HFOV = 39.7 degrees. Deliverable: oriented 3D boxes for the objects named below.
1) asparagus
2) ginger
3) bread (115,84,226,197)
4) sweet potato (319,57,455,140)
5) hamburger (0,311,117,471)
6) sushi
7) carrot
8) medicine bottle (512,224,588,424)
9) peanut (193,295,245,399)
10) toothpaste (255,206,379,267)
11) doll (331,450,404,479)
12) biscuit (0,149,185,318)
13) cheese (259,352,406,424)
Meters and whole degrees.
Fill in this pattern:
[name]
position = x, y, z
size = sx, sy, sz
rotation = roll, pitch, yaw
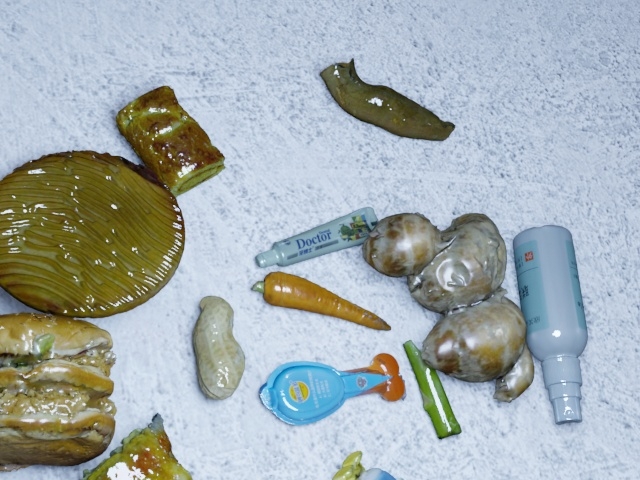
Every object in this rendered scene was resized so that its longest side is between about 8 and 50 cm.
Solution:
[asparagus]
position = 0.188, 0.251, 1.510
size = 0.045, 0.041, 0.178
rotation = -28, 71, 21
[ginger]
position = 0.239, 0.107, 1.518
size = 0.256, 0.176, 0.375
rotation = -24, 85, -35
[bread]
position = -0.258, -0.172, 1.528
size = 0.132, 0.103, 0.172
rotation = -32, 82, -23
[sweet potato]
position = 0.130, -0.263, 1.696
size = 0.286, 0.085, 0.112
rotation = 21, 58, -7
[hamburger]
position = -0.419, 0.207, 1.244
size = 0.261, 0.245, 0.211
rotation = -7, 69, 10
[sushi]
position = -0.282, 0.371, 1.239
size = 0.274, 0.184, 0.139
rotation = -38, 87, -32
[carrot]
position = 0.009, 0.105, 1.513
size = 0.257, 0.061, 0.061
rotation = 17, 63, -12
[medicine bottle]
position = 0.418, 0.151, 1.584
size = 0.110, 0.110, 0.351
rotation = 4, 66, -15
[peanut]
position = -0.162, 0.171, 1.422
size = 0.080, 0.080, 0.174
rotation = -1, 65, -17
[toothpaste]
position = 0.000, 0.000, 1.570
size = 0.255, 0.037, 0.067
rotation = -18, 73, -27
[doll]
position = 0.117, 0.437, 1.375
size = 0.241, 0.135, 0.098
rotation = 39, 94, 5
[biscuit]
position = -0.368, -0.018, 1.380
size = 0.318, 0.040, 0.317
rotation = 7, 53, -9
[cheese]
position = 0.023, 0.243, 1.467
size = 0.256, 0.037, 0.106
rotation = -6, 70, -21
